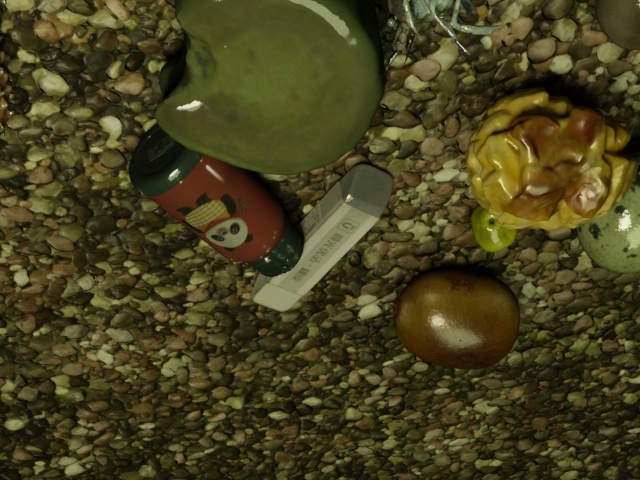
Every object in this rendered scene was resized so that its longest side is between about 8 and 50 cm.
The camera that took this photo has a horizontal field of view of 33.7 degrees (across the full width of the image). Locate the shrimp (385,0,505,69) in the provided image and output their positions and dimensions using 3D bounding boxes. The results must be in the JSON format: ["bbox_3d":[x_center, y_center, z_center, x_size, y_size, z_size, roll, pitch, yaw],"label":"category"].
[{"bbox_3d":[0.176,-0.415,1.410,0.221,0.166,0.410,-25,128,-47],"label":"shrimp"}]

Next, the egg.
[{"bbox_3d":[0.539,-0.051,1.821,0.177,0.177,0.228,9,120,-17],"label":"egg"}]

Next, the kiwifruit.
[{"bbox_3d":[0.249,0.145,1.968,0.234,0.196,0.196,13,132,-12],"label":"kiwifruit"}]

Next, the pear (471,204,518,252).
[{"bbox_3d":[0.311,-0.026,1.878,0.092,0.092,0.097,-14,177,6],"label":"pear"}]

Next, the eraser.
[{"bbox_3d":[0.000,0.000,1.874,0.089,0.061,0.352,23,129,-28],"label":"eraser"}]

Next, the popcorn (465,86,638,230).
[{"bbox_3d":[0.375,-0.121,1.708,0.265,0.225,0.332,-7,159,15],"label":"popcorn"}]

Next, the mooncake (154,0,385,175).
[{"bbox_3d":[-0.071,-0.266,1.500,0.351,0.187,0.351,1,130,1],"label":"mooncake"}]

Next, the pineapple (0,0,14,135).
[{"bbox_3d":[-0.510,-0.287,1.450,0.175,0.175,0.361,1,126,-9],"label":"pineapple"}]

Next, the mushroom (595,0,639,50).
[{"bbox_3d":[0.486,-0.354,1.557,0.141,0.117,0.188,10,139,-2],"label":"mushroom"}]

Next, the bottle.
[{"bbox_3d":[-0.153,-0.059,1.738,0.144,0.144,0.336,-30,134,21],"label":"bottle"}]
